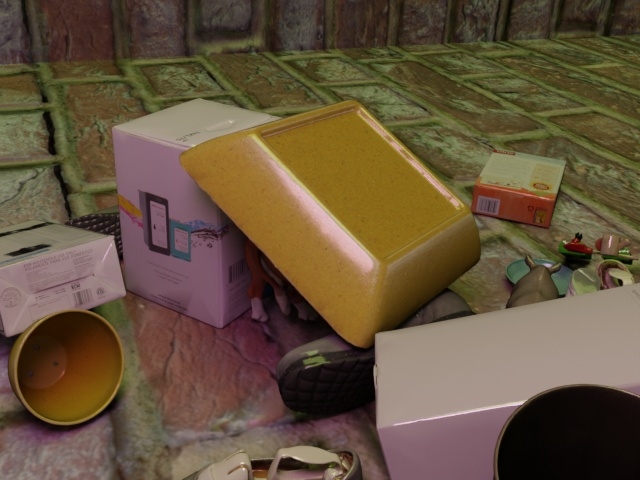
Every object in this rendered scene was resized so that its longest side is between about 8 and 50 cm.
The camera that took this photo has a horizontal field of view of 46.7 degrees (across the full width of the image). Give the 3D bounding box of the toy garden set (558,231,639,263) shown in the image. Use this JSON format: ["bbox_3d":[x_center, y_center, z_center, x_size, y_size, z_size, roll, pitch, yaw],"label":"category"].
[{"bbox_3d":[0.507,0.010,1.177,0.244,0.049,0.204,7,-2,26],"label":"toy garden set"}]

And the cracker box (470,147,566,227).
[{"bbox_3d":[0.411,-0.113,1.523,0.156,0.067,0.232,13,30,18],"label":"cracker box"}]

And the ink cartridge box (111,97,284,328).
[{"bbox_3d":[-0.168,-0.051,1.125,0.197,0.270,0.198,18,30,27],"label":"ink cartridge box"}]

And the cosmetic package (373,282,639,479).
[{"bbox_3d":[0.246,0.161,0.743,0.366,0.155,0.197,-13,19,11],"label":"cosmetic package"}]

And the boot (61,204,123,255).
[{"bbox_3d":[-0.348,-0.028,1.291,0.247,0.083,0.161,-20,13,-14],"label":"boot"}]

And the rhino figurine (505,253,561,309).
[{"bbox_3d":[0.307,0.093,1.066,0.073,0.106,0.243,12,29,16],"label":"rhino figurine"}]

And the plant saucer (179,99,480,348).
[{"bbox_3d":[0.043,-0.062,0.966,0.333,0.081,0.333,45,39,14],"label":"plant saucer"}]

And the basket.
[{"bbox_3d":[0.203,0.263,0.593,0.154,0.226,0.204,17,31,25],"label":"basket"}]

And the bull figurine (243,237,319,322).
[{"bbox_3d":[0.000,0.000,1.123,0.101,0.188,0.310,18,31,37],"label":"bull figurine"}]

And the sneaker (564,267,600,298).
[{"bbox_3d":[0.382,0.113,1.100,0.054,0.061,0.152,19,50,14],"label":"sneaker"}]

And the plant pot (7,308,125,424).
[{"bbox_3d":[-0.320,0.150,0.898,0.134,0.134,0.095,-24,13,-41],"label":"plant pot"}]

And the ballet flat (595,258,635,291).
[{"bbox_3d":[0.445,0.104,1.086,0.086,0.086,0.248,5,27,5],"label":"ballet flat"}]

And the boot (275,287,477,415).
[{"bbox_3d":[0.045,0.089,0.975,0.338,0.118,0.222,-6,50,-40],"label":"boot"}]

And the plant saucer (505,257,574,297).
[{"bbox_3d":[0.363,0.066,1.217,0.120,0.021,0.119,2,28,-1],"label":"plant saucer"}]

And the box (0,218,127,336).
[{"bbox_3d":[-0.417,0.041,1.039,0.169,0.087,0.290,-19,18,-36],"label":"box"}]

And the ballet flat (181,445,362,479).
[{"bbox_3d":[-0.061,0.246,0.775,0.213,0.068,0.072,-2,27,-8],"label":"ballet flat"}]
